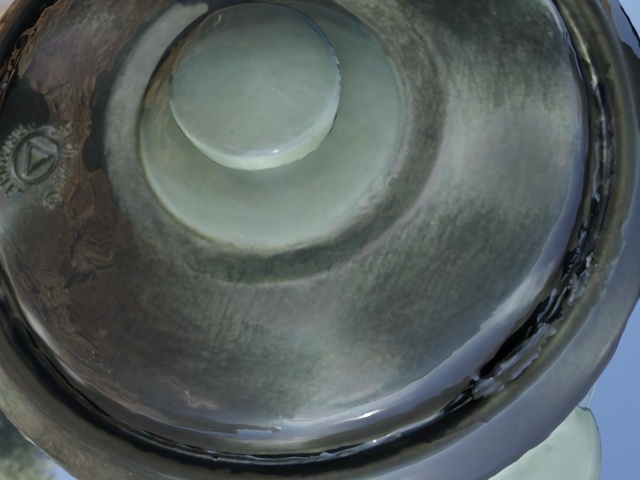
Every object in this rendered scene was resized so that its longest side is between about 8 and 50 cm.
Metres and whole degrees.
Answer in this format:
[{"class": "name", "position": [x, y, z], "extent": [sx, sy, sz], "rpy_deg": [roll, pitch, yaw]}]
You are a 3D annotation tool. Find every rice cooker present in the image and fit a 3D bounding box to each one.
[{"class": "rice cooker", "position": [0.000, 0.000, 0.595], "extent": [0.264, 0.316, 0.316], "rpy_deg": [-29, -166, -3]}]
